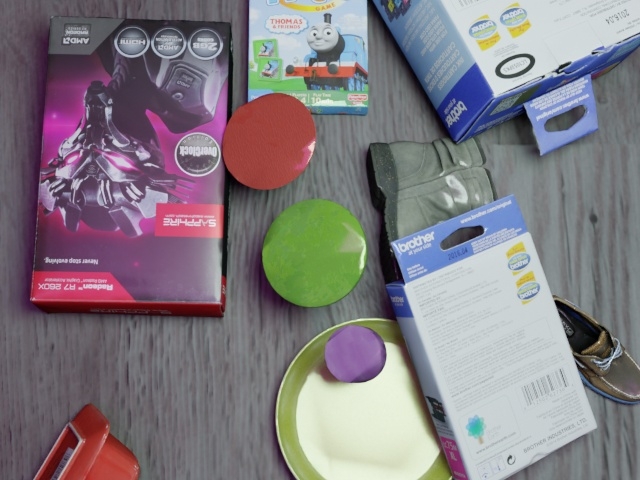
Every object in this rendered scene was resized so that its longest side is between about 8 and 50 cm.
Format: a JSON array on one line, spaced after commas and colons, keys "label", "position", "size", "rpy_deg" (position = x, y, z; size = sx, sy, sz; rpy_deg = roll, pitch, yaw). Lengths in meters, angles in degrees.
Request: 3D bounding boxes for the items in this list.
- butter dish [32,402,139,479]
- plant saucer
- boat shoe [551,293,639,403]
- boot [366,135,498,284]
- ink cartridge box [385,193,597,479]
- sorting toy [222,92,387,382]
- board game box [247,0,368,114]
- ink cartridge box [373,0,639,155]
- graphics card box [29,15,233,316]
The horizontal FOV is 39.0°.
[{"label": "butter dish", "position": [-0.262, 0.290, 1.051], "size": [0.118, 0.160, 0.160], "rpy_deg": [34, 78, -20]}, {"label": "plant saucer", "position": [0.065, 0.218, 1.120], "size": [0.241, 0.037, 0.241], "rpy_deg": [0, 79, -2]}, {"label": "boat shoe", "position": [0.341, 0.138, 1.132], "size": [0.183, 0.066, 0.066], "rpy_deg": [38, 80, 5]}, {"label": "boot", "position": [0.154, -0.026, 1.145], "size": [0.161, 0.083, 0.246], "rpy_deg": [-6, 73, -5]}, {"label": "ink cartridge box", "position": [0.199, 0.119, 1.082], "size": [0.186, 0.065, 0.311], "rpy_deg": [-21, 97, -20]}, {"label": "sorting toy", "position": [0.000, 0.000, 1.104], "size": [0.127, 0.126, 0.365], "rpy_deg": [-25, 75, 13]}, {"label": "board game box", "position": [-0.017, -0.274, 1.210], "size": [0.160, 0.039, 0.211], "rpy_deg": [0, 78, -2]}, {"label": "ink cartridge box", "position": [0.235, -0.309, 1.153], "size": [0.270, 0.151, 0.395], "rpy_deg": [-25, 79, -18]}, {"label": "graphics card box", "position": [-0.229, -0.093, 1.138], "size": [0.233, 0.094, 0.371], "rpy_deg": [2, 78, -2]}]
